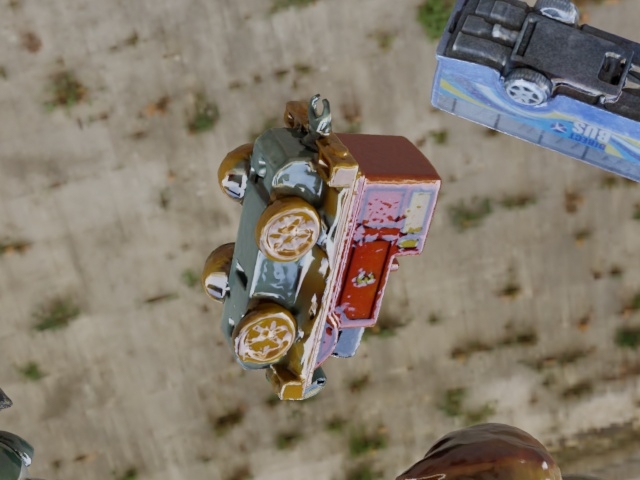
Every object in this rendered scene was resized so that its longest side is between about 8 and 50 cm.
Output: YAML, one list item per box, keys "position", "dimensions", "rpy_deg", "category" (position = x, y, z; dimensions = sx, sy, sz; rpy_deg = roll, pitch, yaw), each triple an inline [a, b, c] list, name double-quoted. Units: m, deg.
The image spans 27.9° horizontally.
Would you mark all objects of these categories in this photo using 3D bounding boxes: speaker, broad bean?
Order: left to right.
- position: [-0.036, 0.192, 1.902]
  dimensions: [0.060, 0.075, 0.094]
  rpy_deg: [-36, 161, 16]
  category: "speaker"
- position: [0.123, 0.229, 1.104]
  dimensions: [0.156, 0.122, 0.228]
  rpy_deg: [-9, -175, 35]
  category: "broad bean"

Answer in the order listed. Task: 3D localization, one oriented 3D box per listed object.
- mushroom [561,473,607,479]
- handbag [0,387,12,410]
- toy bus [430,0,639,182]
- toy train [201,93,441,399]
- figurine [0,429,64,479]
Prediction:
- position: [0.286, 0.322, 1.442]
  dimensions: [0.188, 0.141, 0.117]
  rpy_deg: [9, -118, -7]
  category: "mushroom"
- position: [-0.297, 0.122, 0.869]
  dimensions: [0.139, 0.072, 0.115]
  rpy_deg: [-37, 170, 3]
  category: "handbag"
- position: [0.197, -0.101, 0.908]
  dimensions: [0.237, 0.094, 0.079]
  rpy_deg: [22, -110, 6]
  category: "toy bus"
- position: [0.000, 0.000, 1.495]
  dimensions: [0.232, 0.369, 0.163]
  rpy_deg: [0, -148, -22]
  category: "toy train"
- position: [-0.282, 0.255, 1.187]
  dimensions: [0.147, 0.192, 0.126]
  rpy_deg: [-20, -141, 18]
  category: "figurine"
